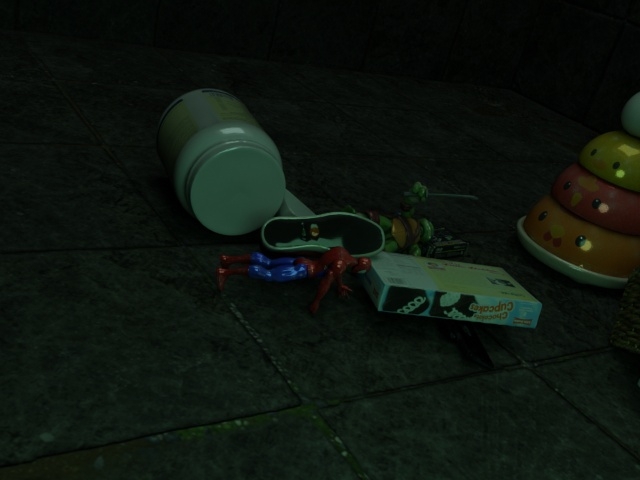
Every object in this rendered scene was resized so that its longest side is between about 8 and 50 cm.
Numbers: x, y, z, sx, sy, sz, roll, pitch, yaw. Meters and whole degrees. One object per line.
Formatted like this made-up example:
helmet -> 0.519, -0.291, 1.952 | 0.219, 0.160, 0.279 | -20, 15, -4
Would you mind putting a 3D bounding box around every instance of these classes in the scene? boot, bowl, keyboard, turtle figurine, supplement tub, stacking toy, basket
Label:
boot -> 0.000, 0.000, 1.499 | 0.244, 0.088, 0.176 | 3, -9, -5
bowl -> -0.047, -0.039, 1.618 | 0.142, 0.053, 0.142 | 39, 12, -27
keyboard -> 0.262, 0.179, 1.436 | 0.100, 0.038, 0.192 | 33, 17, -21
turtle figurine -> 0.187, -0.016, 1.592 | 0.266, 0.198, 0.274 | -8, 30, -34
supplement tub -> -0.219, -0.174, 1.626 | 0.235, 0.235, 0.325 | 4, 27, -25
stacking toy -> 0.725, -0.152, 1.858 | 0.350, 0.480, 0.351 | 13, 24, -6
basket -> 0.738, 0.152, 1.449 | 0.223, 0.214, 0.299 | 18, -1, 3

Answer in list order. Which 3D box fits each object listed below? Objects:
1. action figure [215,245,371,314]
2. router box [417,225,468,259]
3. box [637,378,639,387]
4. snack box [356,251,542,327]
action figure -> -0.041, 0.083, 1.393 | 0.280, 0.139, 0.091 | -6, 28, 5
router box -> 0.278, 0.005, 1.787 | 0.122, 0.038, 0.092 | -6, 32, -39
box -> 0.725, 0.309, 1.420 | 0.207, 0.036, 0.114 | 11, 25, -10
snack box -> 0.245, 0.093, 1.465 | 0.321, 0.060, 0.187 | 8, 18, -14
